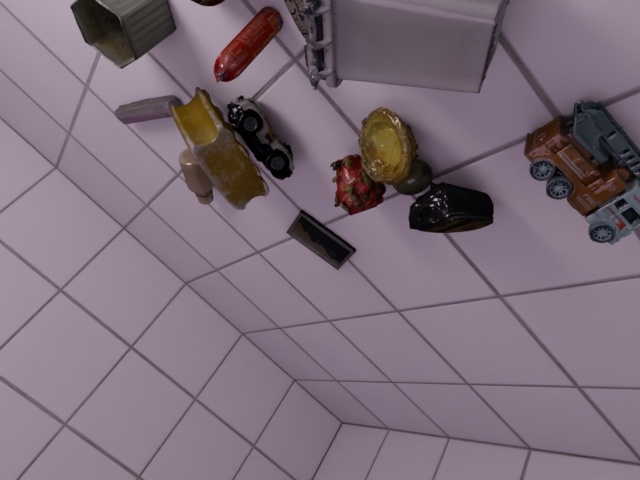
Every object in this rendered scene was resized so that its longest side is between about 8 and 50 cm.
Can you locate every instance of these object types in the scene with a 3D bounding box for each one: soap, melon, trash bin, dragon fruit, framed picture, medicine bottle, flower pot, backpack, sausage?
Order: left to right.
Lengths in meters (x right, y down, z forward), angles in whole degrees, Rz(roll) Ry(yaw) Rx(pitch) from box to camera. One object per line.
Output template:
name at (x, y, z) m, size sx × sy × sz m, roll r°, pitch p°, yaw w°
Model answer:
flower pot at (-0.578, -0.657, 1.468) m, size 0.239 × 0.190 × 0.209 m, roll 38°, pitch 149°, yaw -2°
medicine bottle at (-0.484, -0.249, 1.987) m, size 0.114 × 0.114 × 0.252 m, roll 23°, pitch 146°, yaw 19°
soap at (-0.323, -0.295, 1.593) m, size 0.335 × 0.156 × 0.293 m, roll 54°, pitch 175°, yaw 45°
sausage at (-0.190, -0.485, 1.247) m, size 0.074 × 0.274 × 0.074 m, roll 23°, pitch 150°, yaw 14°
framed picture at (0.000, 0.001, 1.957) m, size 0.265 × 0.018 × 0.192 m, roll 36°, pitch 147°, yaw -1°
dragon fruit at (0.105, -0.171, 1.500) m, size 0.160 × 0.166 × 0.172 m, roll -24°, pitch -85°, yaw -84°
trash bin at (0.168, -0.429, 0.992) m, size 0.367 × 0.296 × 0.256 m, roll 18°, pitch 144°, yaw 16°
melon at (0.257, -0.177, 1.402) m, size 0.098 × 0.098 × 0.130 m, roll 46°, pitch 145°, yaw -17°
backpack at (0.348, -0.080, 1.393) m, size 0.206 × 0.133 × 0.258 m, roll 6°, pitch 165°, yaw -20°

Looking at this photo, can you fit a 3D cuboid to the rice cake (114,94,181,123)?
rice cake at (-0.659, -0.492, 1.880) m, size 0.399 × 0.064 × 0.070 m, roll 5°, pitch 143°, yaw 39°

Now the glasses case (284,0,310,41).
glasses case at (-0.048, -0.609, 1.080) m, size 0.085 × 0.137 × 0.355 m, roll 6°, pitch 137°, yaw 37°

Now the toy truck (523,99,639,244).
toy truck at (0.620, -0.137, 1.087) m, size 0.338 × 0.133 × 0.184 m, roll 43°, pitch 131°, yaw -7°

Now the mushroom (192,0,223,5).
mushroom at (-0.321, -0.673, 1.189) m, size 0.267 × 0.255 × 0.267 m, roll 24°, pitch -176°, yaw -2°

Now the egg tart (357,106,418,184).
egg tart at (0.186, -0.253, 1.339) m, size 0.212 × 0.090 × 0.213 m, roll 33°, pitch 134°, yaw 43°

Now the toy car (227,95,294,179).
toy car at (-0.187, -0.326, 1.593) m, size 0.301 × 0.118 × 0.193 m, roll 51°, pitch 175°, yaw -28°
